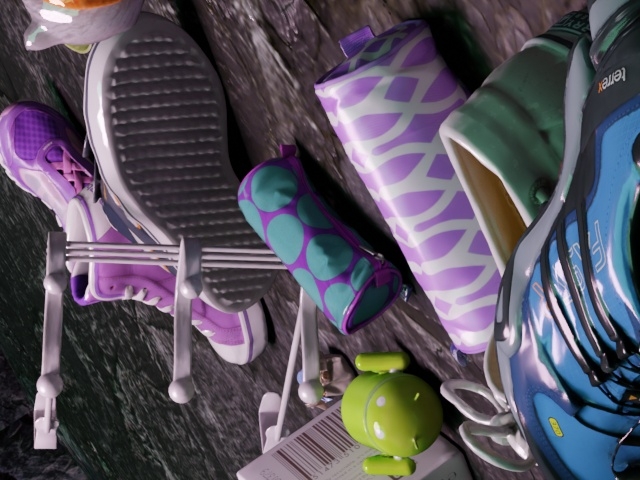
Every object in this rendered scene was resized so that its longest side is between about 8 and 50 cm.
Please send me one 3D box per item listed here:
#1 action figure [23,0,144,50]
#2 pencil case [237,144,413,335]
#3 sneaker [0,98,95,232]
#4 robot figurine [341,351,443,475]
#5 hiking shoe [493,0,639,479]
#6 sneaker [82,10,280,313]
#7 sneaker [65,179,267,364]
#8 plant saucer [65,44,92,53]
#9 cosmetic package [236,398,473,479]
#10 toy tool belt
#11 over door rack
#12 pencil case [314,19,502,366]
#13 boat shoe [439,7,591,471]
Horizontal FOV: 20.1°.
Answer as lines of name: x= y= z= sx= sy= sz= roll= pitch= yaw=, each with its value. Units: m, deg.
action figure: x=-0.171 y=-0.261 z=1.012 sx=0.341 sy=0.178 sz=0.330 roll=6 pitch=120 yaw=23
pencil case: x=0.000 y=0.000 z=1.383 sx=0.151 sy=0.064 sz=0.070 roll=48 pitch=124 yaw=30
sneaker: x=-0.268 y=-0.058 z=2.017 sx=0.236 sy=0.095 sz=0.104 roll=57 pitch=158 yaw=-19
robot figurine: x=0.059 y=0.140 z=1.475 sx=0.115 sy=0.067 sz=0.101 roll=-175 pitch=83 yaw=-71
hiking shoe: x=0.141 y=0.031 z=0.785 sx=0.132 sy=0.113 sz=0.304 roll=-97 pitch=5 yaw=-51
sneaker: x=-0.142 y=-0.072 z=1.544 sx=0.127 sy=0.126 sz=0.321 roll=34 pitch=155 yaw=41
sneaker: x=-0.160 y=0.038 z=1.750 sx=0.102 sy=0.161 sz=0.282 roll=34 pitch=154 yaw=49
plant saucer: x=-0.262 y=-0.283 z=1.646 sx=0.241 sy=0.037 sz=0.241 roll=50 pitch=162 yaw=23
cosmetic package: x=0.050 y=0.256 z=1.571 sx=0.151 sy=0.151 sz=0.183 roll=34 pitch=153 yaw=52
toy tool belt: x=-0.002 y=0.130 z=1.659 sx=0.052 sy=0.051 sz=0.083 roll=57 pitch=164 yaw=-3
over door rack: x=-0.124 y=0.112 z=1.564 sx=0.324 sy=0.240 sz=0.108 roll=106 pitch=164 yaw=-56
pencil case: x=0.075 y=-0.032 z=1.086 sx=0.206 sy=0.086 sz=0.088 roll=62 pitch=-169 yaw=-13
boat shoe: x=0.133 y=0.066 z=0.959 sx=0.136 sy=0.156 sz=0.367 roll=40 pitch=157 yaw=45
